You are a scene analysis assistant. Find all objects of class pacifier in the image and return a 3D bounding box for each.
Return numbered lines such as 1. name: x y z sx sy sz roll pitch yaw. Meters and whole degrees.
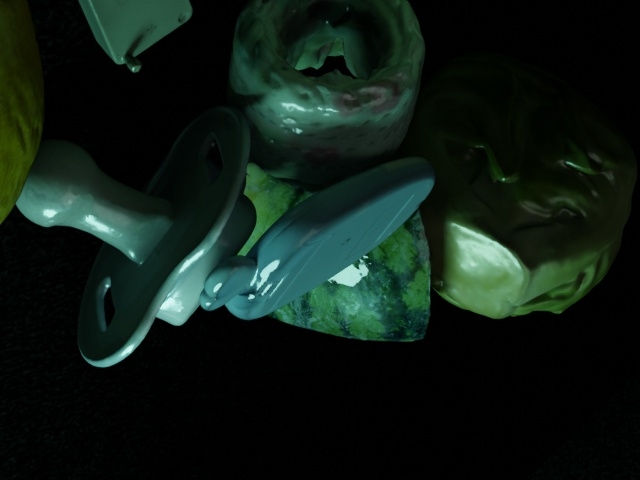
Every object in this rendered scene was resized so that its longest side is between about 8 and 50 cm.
1. pacifier: -0.188 -0.032 1.492 0.225 0.238 0.287 29 114 -30

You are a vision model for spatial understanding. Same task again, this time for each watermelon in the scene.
1. watermelon: 0.025 -0.016 1.777 0.213 0.261 0.201 95 19 -48

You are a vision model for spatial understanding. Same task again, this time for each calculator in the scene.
1. calculator: 0.000 0.000 1.531 0.302 0.042 0.188 -29 165 -41

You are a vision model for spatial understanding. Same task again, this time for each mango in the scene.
1. mango: -0.311 -0.115 1.220 0.195 0.142 0.332 -32 144 -31

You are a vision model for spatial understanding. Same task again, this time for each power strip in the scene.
1. power strip: -0.146 -0.253 1.325 0.145 0.061 0.216 -37 153 -11

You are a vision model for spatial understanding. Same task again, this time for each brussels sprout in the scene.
1. brussels sprout: 0.212 -0.072 1.837 0.328 0.328 0.247 -31 144 -24

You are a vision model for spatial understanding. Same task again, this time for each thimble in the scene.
1. thimble: 0.006 -0.170 1.532 0.149 0.185 0.211 103 -3 -54
